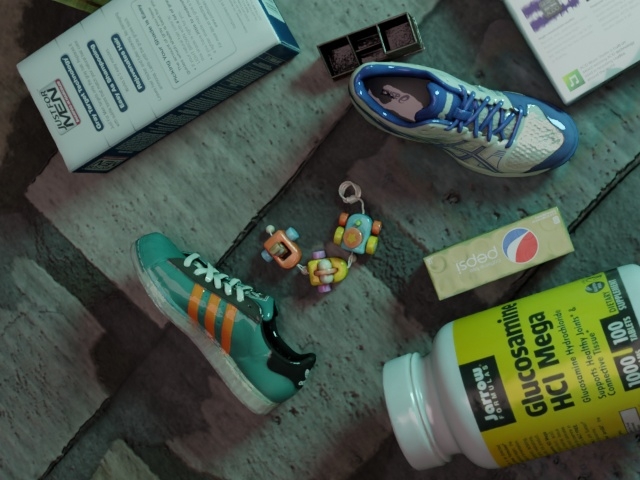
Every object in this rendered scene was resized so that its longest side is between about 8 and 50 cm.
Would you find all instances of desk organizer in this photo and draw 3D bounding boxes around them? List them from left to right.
[{"bbox_3d":[0.065,-0.254,1.165,0.130,0.050,0.047,-17,89,16],"label":"desk organizer"}]

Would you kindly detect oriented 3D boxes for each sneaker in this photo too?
[{"bbox_3d":[-0.128,0.090,1.218,0.121,0.108,0.302,-41,91,13],"label":"sneaker"},{"bbox_3d":[0.171,-0.149,1.104,0.296,0.131,0.112,15,96,12],"label":"sneaker"}]

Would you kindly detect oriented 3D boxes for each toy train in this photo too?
[{"bbox_3d":[0.000,0.000,1.202,0.166,0.046,0.125,-37,84,15],"label":"toy train"}]

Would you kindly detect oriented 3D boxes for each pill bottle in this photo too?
[{"bbox_3d":[0.253,0.165,1.072,0.334,0.188,0.188,-21,88,15],"label":"pill bottle"}]

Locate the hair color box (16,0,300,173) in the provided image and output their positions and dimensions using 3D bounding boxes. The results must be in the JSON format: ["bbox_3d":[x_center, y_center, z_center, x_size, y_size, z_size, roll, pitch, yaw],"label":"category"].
[{"bbox_3d":[-0.222,-0.248,1.214,0.347,0.105,0.174,-28,86,15],"label":"hair color box"}]

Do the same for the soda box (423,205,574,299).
[{"bbox_3d":[0.227,0.016,1.137,0.181,0.058,0.061,-22,88,15],"label":"soda box"}]

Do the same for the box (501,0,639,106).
[{"bbox_3d":[0.322,-0.360,1.087,0.232,0.058,0.322,-30,87,15],"label":"box"}]

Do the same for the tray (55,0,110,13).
[{"bbox_3d":[-0.246,-0.498,1.152,0.076,0.203,0.411,30,101,10],"label":"tray"}]
